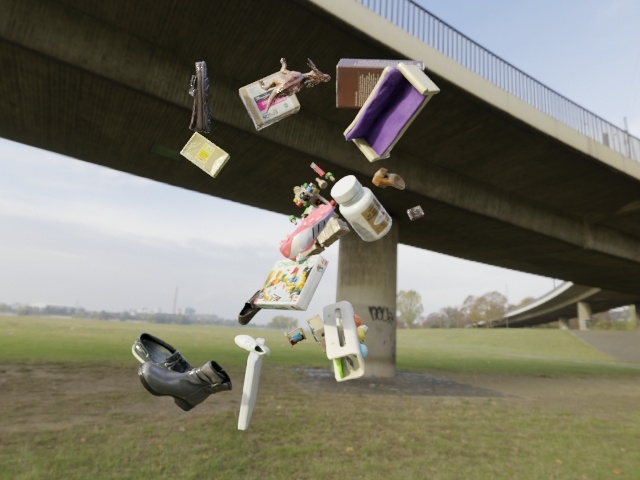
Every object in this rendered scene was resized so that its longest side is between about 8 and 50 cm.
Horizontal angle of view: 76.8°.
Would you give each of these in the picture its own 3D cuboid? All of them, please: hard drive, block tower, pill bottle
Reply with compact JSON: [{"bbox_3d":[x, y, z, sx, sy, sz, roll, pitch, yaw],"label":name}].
[{"bbox_3d":[-0.329,0.681,1.942,0.047,0.353,0.233,11,11,0],"label":"hard drive"},{"bbox_3d":[0.000,0.000,2.196,0.335,0.091,0.097,-38,-30,29],"label":"block tower"},{"bbox_3d":[0.144,-0.114,1.436,0.131,0.131,0.229,-9,-46,44],"label":"pill bottle"}]

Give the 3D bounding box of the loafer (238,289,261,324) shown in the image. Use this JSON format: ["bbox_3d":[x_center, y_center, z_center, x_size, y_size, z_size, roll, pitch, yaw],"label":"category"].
[{"bbox_3d":[-0.353,0.340,2.115,0.080,0.220,0.078,22,-33,18],"label":"loafer"}]

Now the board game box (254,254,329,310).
[{"bbox_3d":[-0.111,0.155,1.450,0.053,0.193,0.305,38,-27,-25],"label":"board game box"}]

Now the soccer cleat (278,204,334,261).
[{"bbox_3d":[-0.037,-0.025,1.370,0.248,0.083,0.095,-40,-65,17],"label":"soccer cleat"}]

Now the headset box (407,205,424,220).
[{"bbox_3d":[0.548,-0.158,2.314,0.083,0.062,0.032,-19,-24,-3],"label":"headset box"}]

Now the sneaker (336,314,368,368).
[{"bbox_3d":[0.183,0.531,2.220,0.182,0.410,0.158,-31,-61,3],"label":"sneaker"}]

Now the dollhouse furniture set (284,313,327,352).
[{"bbox_3d":[-0.049,0.460,1.873,0.184,0.129,0.129,-26,19,-12],"label":"dollhouse furniture set"}]

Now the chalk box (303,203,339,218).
[{"bbox_3d":[-0.011,-0.161,2.493,0.132,0.132,0.213,19,17,-38],"label":"chalk box"}]

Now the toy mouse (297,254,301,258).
[{"bbox_3d":[-0.151,0.149,2.138,0.031,0.143,0.161,27,-62,-36],"label":"toy mouse"}]

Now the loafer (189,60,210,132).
[{"bbox_3d":[-0.543,-0.628,1.784,0.095,0.302,0.109,1,28,-6],"label":"loafer"}]

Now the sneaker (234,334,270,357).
[{"bbox_3d":[-0.270,0.411,1.593,0.152,0.053,0.061,21,-17,11],"label":"sneaker"}]

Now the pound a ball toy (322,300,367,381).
[{"bbox_3d":[0.104,0.377,1.512,0.136,0.208,0.319,-15,29,5],"label":"pound a ball toy"}]

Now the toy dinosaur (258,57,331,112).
[{"bbox_3d":[-0.111,-0.621,1.596,0.200,0.295,0.127,18,-34,38],"label":"toy dinosaur"}]

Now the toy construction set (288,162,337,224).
[{"bbox_3d":[-0.055,-0.274,2.192,0.258,0.308,0.237,-5,36,-31],"label":"toy construction set"}]

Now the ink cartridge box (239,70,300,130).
[{"bbox_3d":[-0.243,-0.672,1.941,0.235,0.193,0.088,-29,5,-10],"label":"ink cartridge box"}]

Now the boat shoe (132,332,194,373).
[{"bbox_3d":[-0.645,0.503,1.707,0.340,0.113,0.127,35,32,15],"label":"boat shoe"}]

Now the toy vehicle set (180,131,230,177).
[{"bbox_3d":[-0.706,-0.525,2.476,0.267,0.166,0.035,36,-2,10],"label":"toy vehicle set"}]

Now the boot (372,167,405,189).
[{"bbox_3d":[0.426,-0.364,2.539,0.197,0.073,0.152,39,-24,2],"label":"boot"}]

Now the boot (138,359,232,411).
[{"bbox_3d":[-0.505,0.516,1.549,0.223,0.118,0.338,-29,-45,5],"label":"boot"}]

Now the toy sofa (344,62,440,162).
[{"bbox_3d":[0.260,-0.477,1.542,0.177,0.150,0.362,-21,-22,-42],"label":"toy sofa"}]

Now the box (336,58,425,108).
[{"bbox_3d":[0.269,-0.710,1.845,0.382,0.143,0.191,6,-51,8],"label":"box"}]
